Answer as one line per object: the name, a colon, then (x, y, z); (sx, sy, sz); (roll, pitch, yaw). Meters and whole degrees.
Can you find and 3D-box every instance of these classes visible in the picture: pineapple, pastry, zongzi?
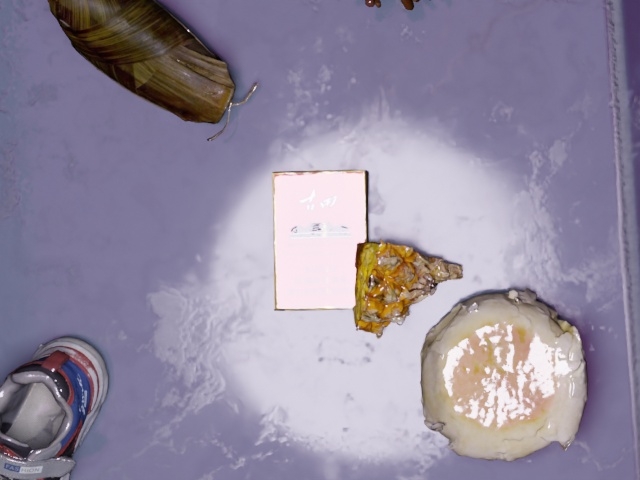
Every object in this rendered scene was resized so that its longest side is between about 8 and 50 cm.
pineapple: (0.076, 0.032, 1.748); (0.114, 0.077, 0.114); (-5, 128, -26)
pastry: (0.167, 0.125, 1.735); (0.165, 0.088, 0.166); (0, 93, 5)
zongzi: (-0.158, -0.170, 1.701); (0.187, 0.184, 0.084); (36, 95, 3)

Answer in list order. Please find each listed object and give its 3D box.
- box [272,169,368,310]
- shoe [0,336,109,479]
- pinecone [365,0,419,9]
box: (0.000, 0.000, 1.777); (0.090, 0.023, 0.133); (0, 93, 3)
shoe: (-0.276, 0.199, 1.756); (0.099, 0.125, 0.228); (27, 92, 0)
pinecone: (0.077, -0.287, 1.694); (0.163, 0.163, 0.165); (29, 103, 3)
